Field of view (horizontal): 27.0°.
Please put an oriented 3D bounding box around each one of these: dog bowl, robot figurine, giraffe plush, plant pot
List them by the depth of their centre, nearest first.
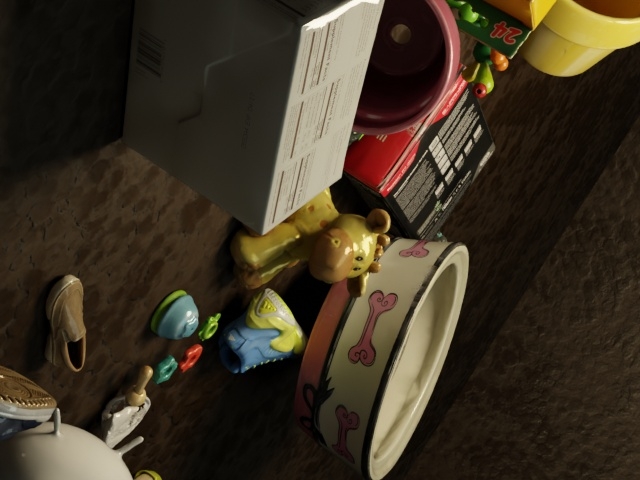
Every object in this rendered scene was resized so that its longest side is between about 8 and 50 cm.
[{"bbox_3d":[-0.345,0.359,1.551,0.300,0.200,0.353,25,98,-51],"label":"robot figurine"},{"bbox_3d":[0.083,-0.249,1.665,0.201,0.201,0.180,-66,174,23],"label":"plant pot"},{"bbox_3d":[0.000,0.000,1.843,0.210,0.170,0.181,-46,157,-27],"label":"giraffe plush"},{"bbox_3d":[0.096,0.173,2.146,0.408,0.150,0.408,20,90,-73],"label":"dog bowl"},{"bbox_3d":[0.419,-0.394,2.146,0.254,0.254,0.239,-47,174,-25],"label":"plant pot"}]

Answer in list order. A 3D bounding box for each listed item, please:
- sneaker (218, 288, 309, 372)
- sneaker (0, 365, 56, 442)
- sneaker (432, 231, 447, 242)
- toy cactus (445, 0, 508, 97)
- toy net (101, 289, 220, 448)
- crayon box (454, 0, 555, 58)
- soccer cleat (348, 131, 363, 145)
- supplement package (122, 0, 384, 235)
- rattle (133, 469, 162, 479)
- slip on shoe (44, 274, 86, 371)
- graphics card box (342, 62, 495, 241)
[{"bbox_3d":[-0.094,0.147,2.007,0.126,0.091,0.240,-36,158,-4],"label":"sneaker"},{"bbox_3d":[-0.396,0.206,1.349,0.282,0.099,0.153,12,105,-61],"label":"sneaker"},{"bbox_3d":[0.132,0.109,2.407,0.283,0.110,0.122,-48,170,-11],"label":"sneaker"},{"bbox_3d":[0.225,-0.317,1.921,0.112,0.219,0.180,-16,-178,25],"label":"toy cactus"},{"bbox_3d":[-0.226,0.177,1.782,0.232,0.045,0.122,-55,162,-2],"label":"toy net"},{"bbox_3d":[0.261,-0.420,1.769,0.318,0.202,0.081,-54,159,-10],"label":"crayon box"},{"bbox_3d":[0.034,-0.164,1.841,0.072,0.060,0.179,-61,162,15],"label":"soccer cleat"},{"bbox_3d":[-0.074,-0.181,1.359,0.145,0.204,0.262,-37,152,-41],"label":"supplement package"},{"bbox_3d":[-0.270,0.448,1.956,0.200,0.142,0.130,-50,178,-34],"label":"rattle"},{"bbox_3d":[-0.286,0.097,1.522,0.051,0.041,0.135,-35,150,-46],"label":"slip on shoe"},{"bbox_3d":[0.162,-0.136,2.124,0.233,0.094,0.371,-56,159,-4],"label":"graphics card box"}]
